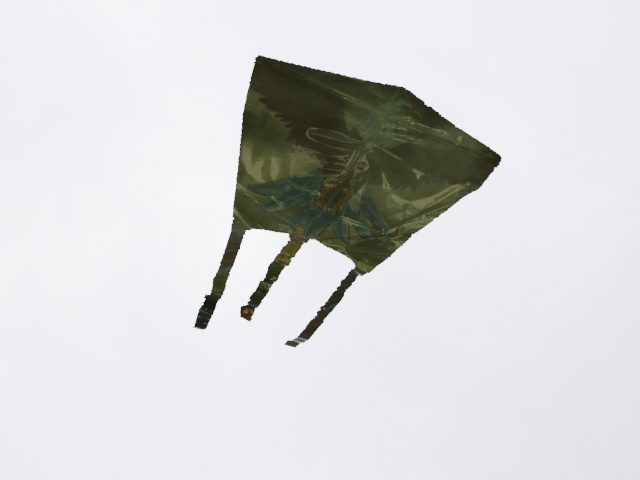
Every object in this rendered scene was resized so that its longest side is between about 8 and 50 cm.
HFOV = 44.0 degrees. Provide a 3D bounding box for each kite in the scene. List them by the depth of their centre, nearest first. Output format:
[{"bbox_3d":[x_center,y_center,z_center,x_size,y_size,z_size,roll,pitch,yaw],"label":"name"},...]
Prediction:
[{"bbox_3d":[0.000,0.002,0.591,0.170,0.015,0.309,16,-41,-8],"label":"kite"}]
